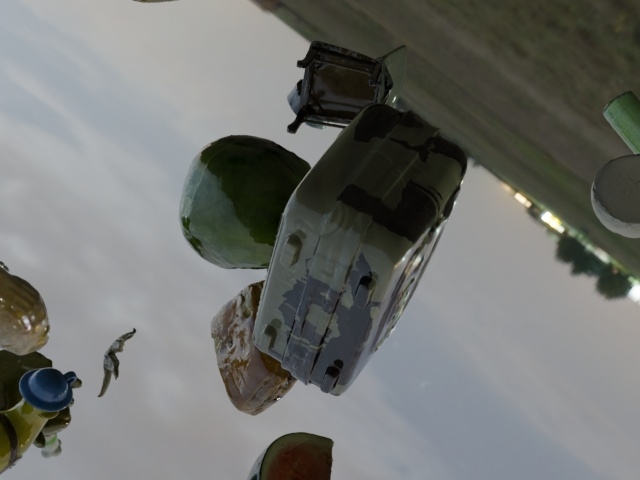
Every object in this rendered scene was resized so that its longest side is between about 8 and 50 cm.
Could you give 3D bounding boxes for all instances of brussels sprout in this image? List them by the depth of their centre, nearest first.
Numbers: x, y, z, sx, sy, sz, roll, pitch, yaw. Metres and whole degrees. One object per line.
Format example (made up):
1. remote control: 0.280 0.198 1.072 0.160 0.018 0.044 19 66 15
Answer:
1. brussels sprout: -0.099 -0.058 1.578 0.219 0.210 0.271 4 180 36

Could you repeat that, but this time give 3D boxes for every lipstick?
1. lipstick: 0.661 -0.158 1.942 0.304 0.076 0.076 58 -164 20

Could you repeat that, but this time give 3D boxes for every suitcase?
1. suitcase: 0.053 -0.006 1.337 0.194 0.351 0.339 29 -130 10

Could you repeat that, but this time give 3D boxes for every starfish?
1. starfish: -0.495 0.295 2.404 0.053 0.176 0.208 19 180 -6

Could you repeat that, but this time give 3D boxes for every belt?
1. belt: -0.021 -0.324 2.412 0.105 0.058 0.140 8 -139 -36

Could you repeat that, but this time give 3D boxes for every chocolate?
1. chocolate: -0.577 0.087 1.729 0.134 0.134 0.309 47 174 47

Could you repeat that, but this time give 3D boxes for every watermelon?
1. watermelon: -0.080 0.454 1.883 0.303 0.159 0.128 -70 -32 -57

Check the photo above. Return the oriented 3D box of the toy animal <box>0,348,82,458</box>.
1. toy animal: -0.652 0.390 2.373 0.180 0.181 0.363 16 152 36

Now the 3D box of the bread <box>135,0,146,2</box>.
1. bread: -0.222 -0.458 1.458 0.142 0.227 0.253 7 176 -21

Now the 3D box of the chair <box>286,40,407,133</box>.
1. chair: 0.057 -0.305 1.993 0.186 0.160 0.319 12 -156 8

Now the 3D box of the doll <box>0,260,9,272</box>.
1. doll: -0.700 0.053 1.922 0.293 0.138 0.119 26 -176 25

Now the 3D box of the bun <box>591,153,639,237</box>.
1. bun: 0.482 -0.056 1.539 0.138 0.138 0.094 44 165 34

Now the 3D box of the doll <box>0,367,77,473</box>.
1. doll: -0.658 0.393 2.107 0.145 0.363 0.199 49 174 16

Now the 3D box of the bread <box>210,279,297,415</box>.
1. bread: -0.139 0.219 2.035 0.099 0.210 0.235 1 -122 -38
